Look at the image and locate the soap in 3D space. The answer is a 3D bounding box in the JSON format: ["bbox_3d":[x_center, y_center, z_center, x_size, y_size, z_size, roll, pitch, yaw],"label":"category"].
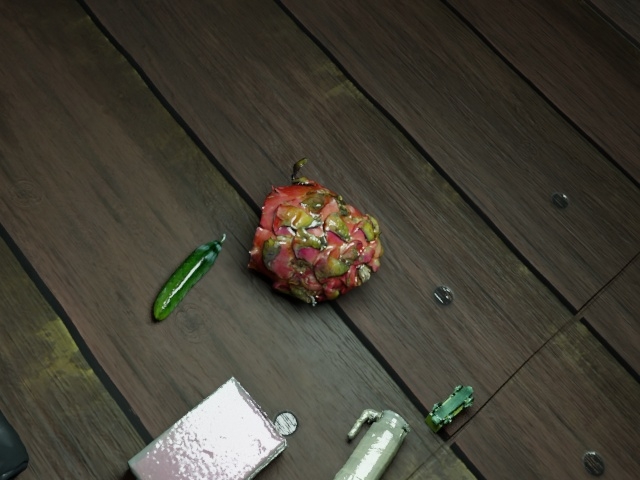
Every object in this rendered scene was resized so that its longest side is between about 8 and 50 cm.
[{"bbox_3d":[-0.215,0.415,1.240,0.259,0.081,0.181,-38,76,-27],"label":"soap"}]

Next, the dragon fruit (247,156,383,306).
[{"bbox_3d":[0.000,0.000,1.433,0.290,0.250,0.269,12,41,-1],"label":"dragon fruit"}]

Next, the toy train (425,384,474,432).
[{"bbox_3d":[0.281,0.363,1.394,0.122,0.081,0.050,-30,64,-27],"label":"toy train"}]

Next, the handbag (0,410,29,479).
[{"bbox_3d":[-0.698,0.355,1.117,0.178,0.275,0.302,-45,77,16],"label":"handbag"}]

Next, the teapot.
[{"bbox_3d":[0.091,0.435,1.315,0.107,0.077,0.200,27,57,25],"label":"teapot"}]

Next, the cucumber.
[{"bbox_3d":[-0.291,0.074,1.424,0.056,0.056,0.250,35,61,6],"label":"cucumber"}]
